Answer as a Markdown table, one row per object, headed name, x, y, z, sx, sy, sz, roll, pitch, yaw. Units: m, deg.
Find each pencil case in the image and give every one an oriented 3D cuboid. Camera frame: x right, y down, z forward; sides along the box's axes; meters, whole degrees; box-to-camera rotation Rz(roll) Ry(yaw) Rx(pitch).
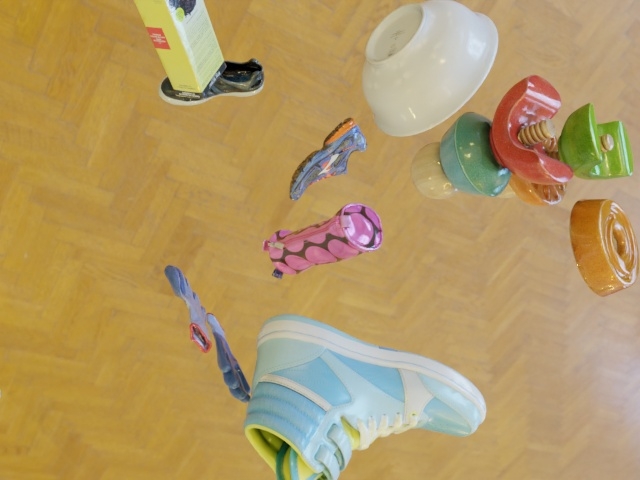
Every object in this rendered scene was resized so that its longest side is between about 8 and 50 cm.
| name | x | y | z | sx | sy | sz | roll | pitch | yaw |
| --- | --- | --- | --- | --- | --- | --- | --- | --- | --- |
| pencil case | 0.000 | 0.000 | 1.034 | 0.098 | 0.095 | 0.209 | 28 | 148 | -34 |

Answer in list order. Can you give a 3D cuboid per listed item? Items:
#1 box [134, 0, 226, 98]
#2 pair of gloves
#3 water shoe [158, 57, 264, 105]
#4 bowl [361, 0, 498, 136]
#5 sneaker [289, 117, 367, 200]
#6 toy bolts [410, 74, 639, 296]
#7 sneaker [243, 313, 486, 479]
| name | x | y | z | sx | sy | sz | roll | pitch | yaw |
| --- | --- | --- | --- | --- | --- | --- | --- | --- | --- |
| box | -0.208 | -0.322 | 0.902 | 0.058 | 0.087 | 0.232 | 11 | 146 | 20 |
| pair of gloves | -0.146 | 0.124 | 0.819 | 0.023 | 0.159 | 0.198 | -29 | 125 | -5 |
| water shoe | -0.208 | -0.311 | 1.186 | 0.203 | 0.073 | 0.080 | -10 | 164 | -10 |
| bowl | 0.181 | -0.363 | 1.223 | 0.298 | 0.298 | 0.134 | -44 | 126 | 16 |
| sneaker | 0.016 | -0.165 | 1.369 | 0.087 | 0.083 | 0.221 | 44 | 95 | -11 |
| toy bolts | 0.207 | -0.048 | 0.658 | 0.228 | 0.219 | 0.158 | 16 | 157 | -40 |
| sneaker | 0.050 | 0.237 | 0.781 | 0.318 | 0.208 | 0.127 | 18 | 139 | -2 |
